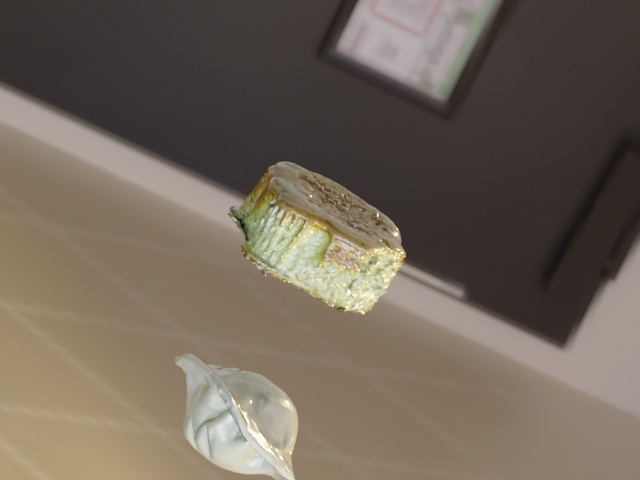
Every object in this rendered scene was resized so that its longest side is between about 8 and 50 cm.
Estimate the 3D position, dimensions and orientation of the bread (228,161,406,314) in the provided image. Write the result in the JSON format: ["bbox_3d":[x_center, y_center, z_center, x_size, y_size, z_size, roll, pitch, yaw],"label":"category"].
[{"bbox_3d":[0.000,0.000,1.498,0.069,0.140,0.128,-54,-160,16],"label":"bread"}]

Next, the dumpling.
[{"bbox_3d":[-0.092,0.189,2.013,0.155,0.181,0.111,94,20,-74],"label":"dumpling"}]
